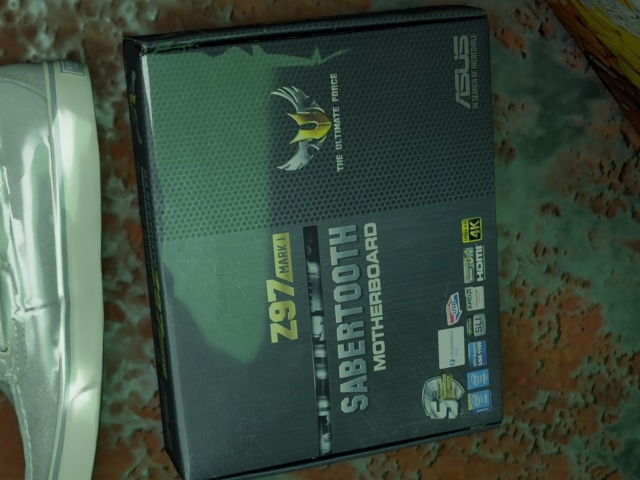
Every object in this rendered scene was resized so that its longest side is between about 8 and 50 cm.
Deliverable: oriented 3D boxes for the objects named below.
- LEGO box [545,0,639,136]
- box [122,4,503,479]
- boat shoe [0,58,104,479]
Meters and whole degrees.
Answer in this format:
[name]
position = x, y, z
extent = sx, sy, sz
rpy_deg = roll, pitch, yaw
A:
[LEGO box]
position = 0.299, -0.269, 0.574
extent = 0.500, 0.193, 0.372
rpy_deg = -47, 134, 3
[box]
position = 0.000, 0.000, 0.712
extent = 0.183, 0.059, 0.232
rpy_deg = -8, 104, -16
[boat shoe]
position = -0.147, 0.025, 0.664
extent = 0.081, 0.079, 0.227
rpy_deg = -1, 98, -9
